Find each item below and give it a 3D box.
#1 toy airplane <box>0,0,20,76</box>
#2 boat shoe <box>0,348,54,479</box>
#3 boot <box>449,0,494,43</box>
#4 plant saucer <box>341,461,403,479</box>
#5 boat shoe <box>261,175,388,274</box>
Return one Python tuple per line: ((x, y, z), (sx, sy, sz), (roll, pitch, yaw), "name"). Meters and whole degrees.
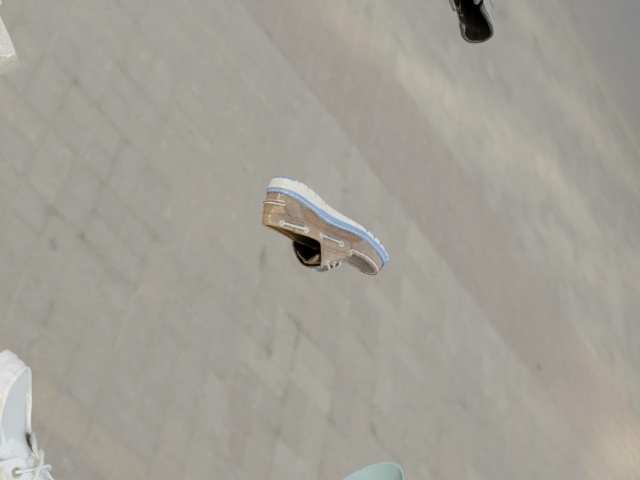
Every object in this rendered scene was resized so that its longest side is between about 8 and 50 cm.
((-0.378, -0.364, 0.920), (0.384, 0.272, 0.386), (59, 10, -62), "toy airplane")
((-0.311, 0.241, 1.135), (0.098, 0.096, 0.277), (-48, 154, -64), "boat shoe")
((0.173, -0.379, 1.405), (0.246, 0.083, 0.161), (57, 31, -37), "boot")
((0.038, 0.365, 1.446), (0.037, 0.195, 0.195), (51, 29, -11), "plant saucer")
((0.000, 0.000, 1.281), (0.183, 0.066, 0.066), (34, 70, -30), "boat shoe")
